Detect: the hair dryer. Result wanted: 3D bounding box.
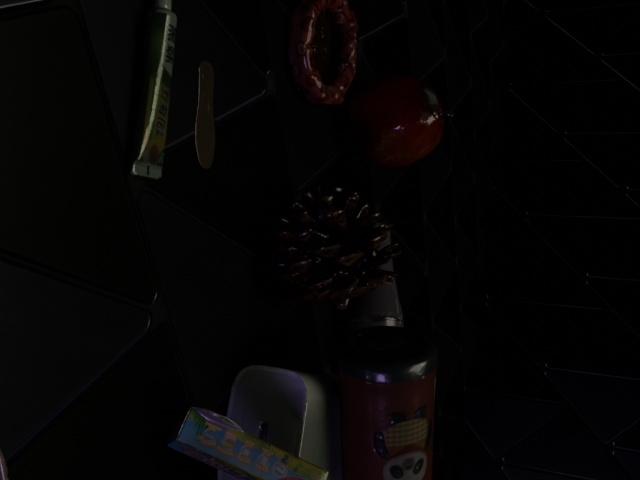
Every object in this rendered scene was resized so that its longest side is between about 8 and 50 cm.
[{"bbox_3d":[0.131,0.158,1.367,0.361,0.121,0.301,60,31,-65],"label":"hair dryer"}]

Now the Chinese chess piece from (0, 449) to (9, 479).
[{"bbox_3d":[-0.320,0.179,0.294,0.338,0.140,0.338,-20,112,-62],"label":"Chinese chess piece"}]

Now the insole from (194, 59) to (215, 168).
[{"bbox_3d":[-0.144,-0.158,0.797,0.045,0.002,0.135,-4,97,-66],"label":"insole"}]

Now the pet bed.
[{"bbox_3d":[0.006,-0.319,1.048,0.201,0.053,0.201,-21,115,-58],"label":"pet bed"}]

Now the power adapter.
[{"bbox_3d":[-0.033,0.291,0.959,0.255,0.124,0.187,31,67,-64],"label":"power adapter"}]

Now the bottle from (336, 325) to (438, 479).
[{"bbox_3d":[0.100,0.304,0.935,0.144,0.143,0.336,-33,124,-61],"label":"bottle"}]

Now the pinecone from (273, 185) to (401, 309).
[{"bbox_3d":[0.021,0.009,0.967,0.207,0.207,0.208,3,90,-66],"label":"pinecone"}]

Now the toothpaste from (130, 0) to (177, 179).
[{"bbox_3d":[-0.179,-0.169,0.686,0.049,0.031,0.204,5,91,-65],"label":"toothpaste"}]

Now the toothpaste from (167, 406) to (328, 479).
[{"bbox_3d":[-0.083,0.263,0.765,0.070,0.193,0.044,-44,-159,55],"label":"toothpaste"}]

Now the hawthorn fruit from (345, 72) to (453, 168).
[{"bbox_3d":[0.153,-0.230,1.204,0.185,0.202,0.185,13,75,-60],"label":"hawthorn fruit"}]
